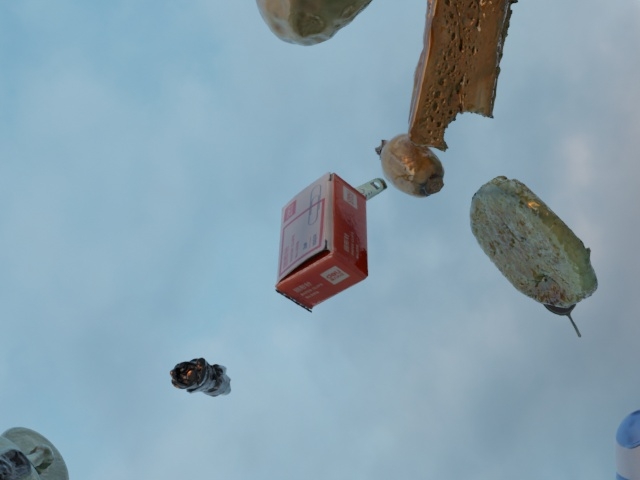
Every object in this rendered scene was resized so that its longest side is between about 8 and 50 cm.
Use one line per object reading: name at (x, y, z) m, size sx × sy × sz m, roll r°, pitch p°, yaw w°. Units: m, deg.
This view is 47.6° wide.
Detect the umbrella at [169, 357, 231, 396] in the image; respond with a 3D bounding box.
umbrella at (-0.203, 0.247, 1.292) m, size 0.236 × 0.066 × 0.059 m, roll 68°, pitch -167°, yaw -73°

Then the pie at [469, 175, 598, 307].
pie at (0.370, -0.001, 1.275) m, size 0.078 × 0.277 × 0.277 m, roll -38°, pitch -55°, yaw -17°

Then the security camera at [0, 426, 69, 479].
security camera at (-0.508, 0.384, 1.224) m, size 0.080 × 0.157 × 0.301 m, roll -43°, pitch -6°, yaw 4°

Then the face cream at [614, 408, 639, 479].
face cream at (0.425, 0.322, 0.848) m, size 0.083 × 0.149 × 0.264 m, roll -18°, pitch -91°, yaw -38°

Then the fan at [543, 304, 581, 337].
fan at (0.461, 0.122, 1.374) m, size 0.085 × 0.005 × 0.133 m, roll -20°, pitch -102°, yaw -21°

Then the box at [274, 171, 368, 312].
box at (0.000, 0.000, 1.173) m, size 0.099 × 0.133 × 0.182 m, roll 34°, pitch -139°, yaw -31°

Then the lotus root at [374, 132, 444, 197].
lotus root at (0.200, -0.182, 1.697) m, size 0.125 × 0.221 × 0.118 m, roll -49°, pitch -35°, yaw 3°

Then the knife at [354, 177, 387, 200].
knife at (0.066, -0.088, 1.559) m, size 0.020 × 0.293 × 0.043 m, roll -9°, pitch -97°, yaw -26°

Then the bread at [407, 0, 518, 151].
bread at (0.293, -0.372, 1.515) m, size 0.185 × 0.109 × 0.380 m, roll 9°, pitch -77°, yaw 2°

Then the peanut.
peanut at (0.044, -0.458, 1.054) m, size 0.192 × 0.169 × 0.387 m, roll 17°, pitch -63°, yaw -36°
